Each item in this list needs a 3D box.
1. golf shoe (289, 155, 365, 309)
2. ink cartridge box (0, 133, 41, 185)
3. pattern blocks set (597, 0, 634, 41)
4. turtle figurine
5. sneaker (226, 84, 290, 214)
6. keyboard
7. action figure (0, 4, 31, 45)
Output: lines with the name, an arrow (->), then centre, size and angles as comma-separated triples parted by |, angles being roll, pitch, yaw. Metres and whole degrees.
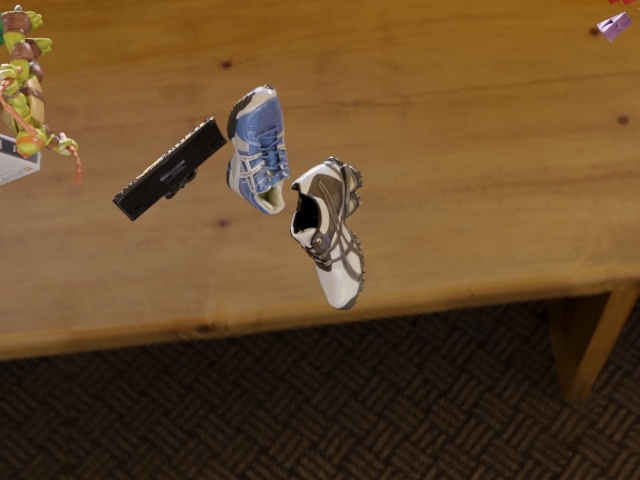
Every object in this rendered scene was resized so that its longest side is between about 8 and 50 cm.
golf shoe -> 0.000, 0.000, 1.181 | 0.094, 0.198, 0.077 | -21, 26, -35
ink cartridge box -> -0.562, -0.117, 1.436 | 0.206, 0.208, 0.045 | -16, 73, 27
pattern blocks set -> 0.487, -0.343, 1.185 | 0.026, 0.324, 0.285 | 52, 35, -19
turtle figurine -> -0.416, -0.201, 1.392 | 0.087, 0.269, 0.217 | -12, 67, 7
sneaker -> -0.070, -0.116, 1.251 | 0.080, 0.211, 0.081 | -34, 65, -22
keyboard -> -0.210, -0.098, 1.373 | 0.180, 0.108, 0.023 | -40, 71, -6
action figure -> -0.593, -0.345, 1.556 | 0.232, 0.137, 0.064 | -14, 82, -46
